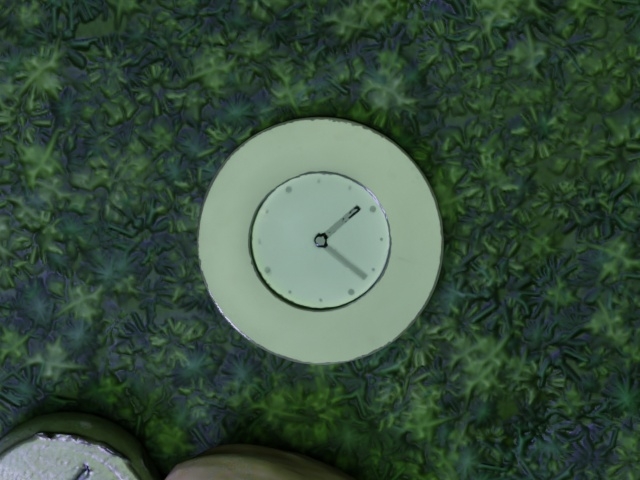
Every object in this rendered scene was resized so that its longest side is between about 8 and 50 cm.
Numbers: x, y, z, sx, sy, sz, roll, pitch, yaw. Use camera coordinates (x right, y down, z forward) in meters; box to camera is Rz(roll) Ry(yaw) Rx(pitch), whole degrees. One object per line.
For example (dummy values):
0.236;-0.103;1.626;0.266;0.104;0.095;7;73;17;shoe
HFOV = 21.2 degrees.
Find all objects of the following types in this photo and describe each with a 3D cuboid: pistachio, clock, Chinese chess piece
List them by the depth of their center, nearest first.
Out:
-0.044;0.271;1.593;0.229;0.157;0.157;12;100;-11;pistachio
0.000;0.000;1.607;0.235;0.029;0.235;0;98;2;clock
-0.241;0.257;1.634;0.188;0.083;0.188;0;99;0;Chinese chess piece
